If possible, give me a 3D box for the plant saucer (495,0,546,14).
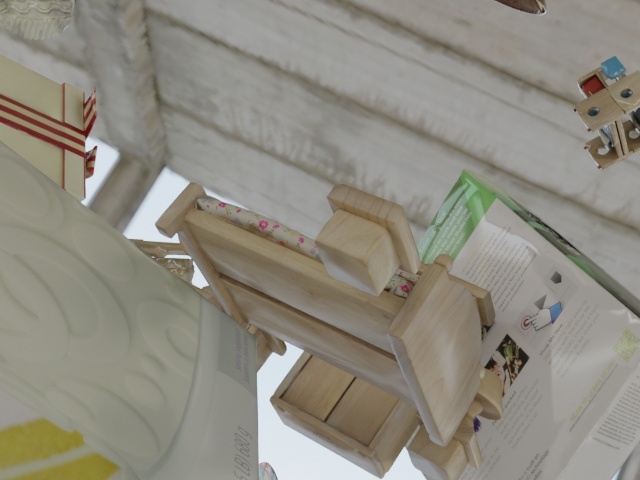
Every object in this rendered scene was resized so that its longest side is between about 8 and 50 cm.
[{"bbox_3d":[0.290,-0.433,1.721,0.198,0.036,0.198,26,6,-3],"label":"plant saucer"}]

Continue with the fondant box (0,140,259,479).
[{"bbox_3d":[-0.173,0.043,0.441,0.330,0.096,0.238,39,19,-22],"label":"fondant box"}]

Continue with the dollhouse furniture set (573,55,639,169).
[{"bbox_3d":[0.499,-0.248,1.851,0.129,0.129,0.184,54,9,-52],"label":"dollhouse furniture set"}]

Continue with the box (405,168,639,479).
[{"bbox_3d":[0.153,0.100,0.914,0.058,0.232,0.322,23,16,-31],"label":"box"}]

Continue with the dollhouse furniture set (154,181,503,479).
[{"bbox_3d":[0.000,0.000,0.754,0.303,0.174,0.356,23,-27,31],"label":"dollhouse furniture set"}]

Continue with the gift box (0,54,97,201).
[{"bbox_3d":[-0.535,-0.169,1.773,0.255,0.276,0.258,-22,-33,34],"label":"gift box"}]

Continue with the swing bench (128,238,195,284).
[{"bbox_3d":[-0.292,0.125,1.592,0.254,0.253,0.165,5,1,33],"label":"swing bench"}]

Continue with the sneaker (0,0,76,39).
[{"bbox_3d":[-0.277,-0.350,0.973,0.102,0.146,0.293,2,-57,1],"label":"sneaker"}]

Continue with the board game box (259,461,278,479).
[{"bbox_3d":[-0.063,0.273,0.883,0.033,0.169,0.133,4,-14,-16],"label":"board game box"}]

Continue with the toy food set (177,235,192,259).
[{"bbox_3d":[-0.154,-0.015,1.321,0.020,0.083,0.083,3,-4,-44],"label":"toy food set"}]
